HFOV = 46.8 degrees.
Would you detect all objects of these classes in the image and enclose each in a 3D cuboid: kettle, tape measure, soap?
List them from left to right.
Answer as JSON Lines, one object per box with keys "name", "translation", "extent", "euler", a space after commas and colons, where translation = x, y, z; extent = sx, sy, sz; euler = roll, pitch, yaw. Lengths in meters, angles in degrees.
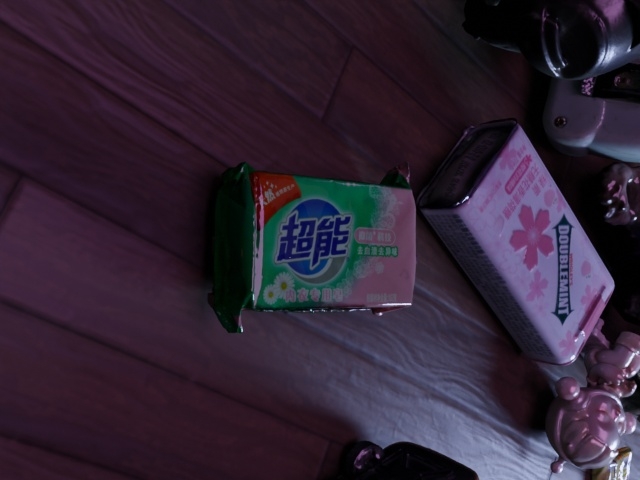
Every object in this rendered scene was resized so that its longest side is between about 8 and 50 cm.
{"name": "soap", "translation": [-0.002, 0.000, 0.898], "extent": [0.273, 0.098, 0.217], "euler": [4, 83, -40]}
{"name": "kettle", "translation": [0.362, -0.361, 1.034], "extent": [0.324, 0.321, 0.228], "euler": [-45, 133, -23]}
{"name": "tape measure", "translation": [0.473, -0.255, 1.177], "extent": [0.125, 0.246, 0.243], "euler": [16, 86, -65]}

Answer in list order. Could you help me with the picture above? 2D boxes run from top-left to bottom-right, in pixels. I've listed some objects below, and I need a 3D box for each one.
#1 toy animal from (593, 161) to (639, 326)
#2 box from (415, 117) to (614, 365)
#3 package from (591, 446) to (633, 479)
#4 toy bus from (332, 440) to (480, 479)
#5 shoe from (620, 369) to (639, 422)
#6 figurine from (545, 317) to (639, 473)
{"name": "toy animal", "translation": [0.563, 0.015, 1.285], "extent": [0.303, 0.194, 0.344], "euler": [-9, 94, -43]}
{"name": "box", "translation": [0.304, 0.006, 1.132], "extent": [0.369, 0.112, 0.190], "euler": [51, 62, -25]}
{"name": "package", "translation": [0.538, 0.442, 1.370], "extent": [0.108, 0.031, 0.120], "euler": [-2, 98, -37]}
{"name": "toy bus", "translation": [0.033, 0.402, 0.890], "extent": [0.365, 0.177, 0.201], "euler": [-23, 108, -32]}
{"name": "shoe", "translation": [0.655, 0.290, 1.398], "extent": [0.211, 0.132, 0.342], "euler": [-15, 138, 2]}
{"name": "figurine", "translation": [0.449, 0.268, 1.240], "extent": [0.256, 0.145, 0.182], "euler": [-63, 144, -21]}
